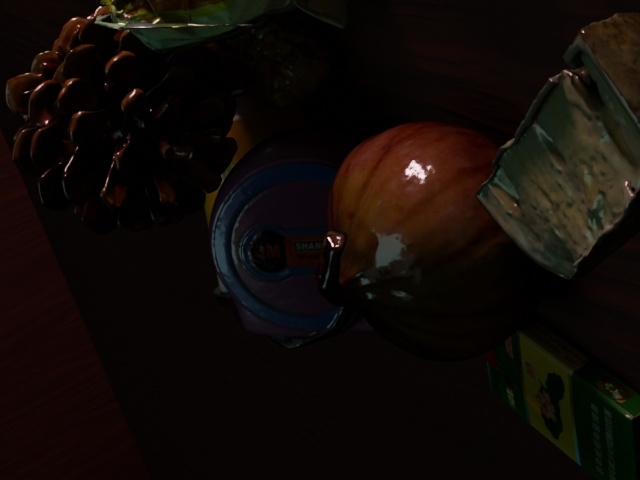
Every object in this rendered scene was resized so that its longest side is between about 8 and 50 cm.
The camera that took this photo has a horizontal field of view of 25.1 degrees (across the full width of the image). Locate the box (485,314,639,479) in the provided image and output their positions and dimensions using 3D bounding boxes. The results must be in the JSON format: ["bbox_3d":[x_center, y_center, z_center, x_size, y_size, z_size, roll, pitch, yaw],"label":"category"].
[{"bbox_3d":[0.245,0.157,1.435,0.235,0.034,0.132,39,150,48],"label":"box"}]

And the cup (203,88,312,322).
[{"bbox_3d":[-0.061,-0.046,1.723,0.196,0.196,0.279,5,113,67],"label":"cup"}]

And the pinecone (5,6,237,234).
[{"bbox_3d":[-0.206,-0.125,1.539,0.264,0.264,0.264,50,157,31],"label":"pinecone"}]

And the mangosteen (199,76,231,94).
[{"bbox_3d":[-0.224,-0.196,1.833,0.228,0.228,0.265,63,178,-2],"label":"mangosteen"}]

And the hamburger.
[{"bbox_3d":[-0.085,-0.255,1.435,0.276,0.261,0.150,-108,-8,-65],"label":"hamburger"}]

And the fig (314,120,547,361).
[{"bbox_3d":[0.102,0.002,1.361,0.235,0.214,0.235,43,177,3],"label":"fig"}]

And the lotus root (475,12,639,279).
[{"bbox_3d":[0.215,-0.070,1.073,0.119,0.138,0.235,51,158,14],"label":"lotus root"}]

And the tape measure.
[{"bbox_3d":[0.000,0.000,1.559,0.149,0.232,0.245,-66,-27,-66],"label":"tape measure"}]

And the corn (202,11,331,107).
[{"bbox_3d":[-0.100,-0.244,1.650,0.322,0.119,0.119,46,154,42],"label":"corn"}]
